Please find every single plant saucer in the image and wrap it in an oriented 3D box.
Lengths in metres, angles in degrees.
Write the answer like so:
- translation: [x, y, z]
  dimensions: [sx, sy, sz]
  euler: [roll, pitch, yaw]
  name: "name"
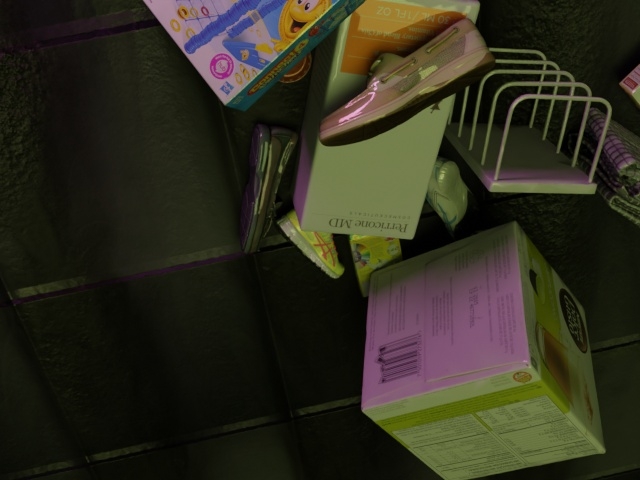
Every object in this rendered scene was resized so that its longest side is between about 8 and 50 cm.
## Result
- translation: [-0.058, -0.325, 1.359]
  dimensions: [0.083, 0.013, 0.083]
  euler: [-4, 123, -7]
  name: "plant saucer"

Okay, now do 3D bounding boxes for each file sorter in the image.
- translation: [0.359, -0.220, 1.348]
  dimensions: [0.192, 0.278, 0.173]
  euler: [0, 120, -11]
  name: "file sorter"

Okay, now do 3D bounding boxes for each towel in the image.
- translation: [0.625, -0.109, 1.495]
  dimensions: [0.283, 0.235, 0.121]
  euler: [25, 120, -24]
  name: "towel"

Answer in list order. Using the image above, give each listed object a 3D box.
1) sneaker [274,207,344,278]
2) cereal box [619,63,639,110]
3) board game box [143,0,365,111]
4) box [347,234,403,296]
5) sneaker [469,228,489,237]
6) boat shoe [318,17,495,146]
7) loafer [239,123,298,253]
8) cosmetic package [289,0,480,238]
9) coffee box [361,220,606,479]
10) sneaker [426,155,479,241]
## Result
- translation: [0.000, 0.000, 1.541]
  dimensions: [0.094, 0.081, 0.208]
  euler: [-48, 132, -5]
  name: "sneaker"
- translation: [0.707, -0.337, 1.449]
  dimensions: [0.173, 0.047, 0.240]
  euler: [26, 115, -43]
  name: "cereal box"
- translation: [-0.112, -0.414, 1.152]
  dimensions: [0.302, 0.086, 0.308]
  euler: [-40, 84, 15]
  name: "board game box"
- translation: [0.118, 0.029, 1.600]
  dimensions: [0.105, 0.043, 0.179]
  euler: [-15, 126, -1]
  name: "box"
- translation: [0.393, 0.069, 1.656]
  dimensions: [0.110, 0.107, 0.275]
  euler: [-33, 131, -5]
  name: "sneaker"
- translation: [0.123, -0.248, 1.207]
  dimensions: [0.302, 0.109, 0.098]
  euler: [-28, 83, 8]
  name: "boat shoe"
- translation: [-0.099, -0.092, 1.456]
  dimensions: [0.084, 0.096, 0.268]
  euler: [1, 120, -18]
  name: "loafer"
- translation: [0.098, -0.238, 1.356]
  dimensions: [0.230, 0.161, 0.453]
  euler: [4, 122, -13]
  name: "cosmetic package"
- translation: [0.317, 0.229, 1.487]
  dimensions: [0.338, 0.338, 0.334]
  euler: [-23, 129, 31]
  name: "coffee box"
- translation: [0.258, -0.087, 1.543]
  dimensions: [0.085, 0.086, 0.237]
  euler: [-47, 136, -15]
  name: "sneaker"
